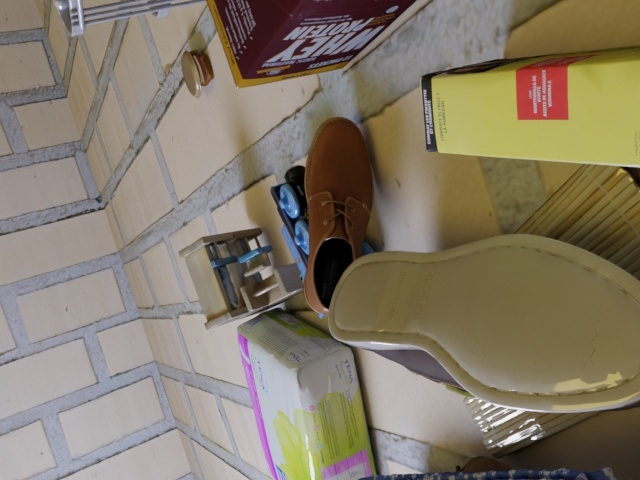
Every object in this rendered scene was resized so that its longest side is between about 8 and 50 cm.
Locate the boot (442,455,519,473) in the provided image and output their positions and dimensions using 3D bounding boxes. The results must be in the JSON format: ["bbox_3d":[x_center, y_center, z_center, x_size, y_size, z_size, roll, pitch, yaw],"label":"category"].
[{"bbox_3d":[0.149,0.283,0.625,0.115,0.112,0.305,-69,14,-18],"label":"boot"}]

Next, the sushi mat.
[{"bbox_3d":[0.181,0.074,0.498,0.151,0.019,0.316,59,151,21],"label":"sushi mat"}]

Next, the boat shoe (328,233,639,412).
[{"bbox_3d":[0.127,0.068,0.467,0.324,0.097,0.116,-3,63,60],"label":"boat shoe"}]

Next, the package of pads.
[{"bbox_3d":[-0.021,0.271,0.914,0.229,0.101,0.296,16,121,59],"label":"package of pads"}]

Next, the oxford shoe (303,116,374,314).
[{"bbox_3d":[0.021,-0.027,0.626,0.076,0.076,0.212,141,131,-86],"label":"oxford shoe"}]

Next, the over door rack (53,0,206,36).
[{"bbox_3d":[-0.164,-0.367,0.632,0.108,0.240,0.324,60,152,9],"label":"over door rack"}]

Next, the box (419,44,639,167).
[{"bbox_3d":[0.165,-0.082,0.355,0.232,0.087,0.058,21,124,58],"label":"box"}]

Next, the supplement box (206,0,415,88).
[{"bbox_3d":[-0.019,-0.269,0.535,0.194,0.129,0.191,-20,89,63],"label":"supplement box"}]

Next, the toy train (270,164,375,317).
[{"bbox_3d":[0.000,0.000,0.731,0.184,0.080,0.105,63,158,16],"label":"toy train"}]

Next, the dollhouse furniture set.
[{"bbox_3d":[-0.090,0.035,0.905,0.184,0.129,0.129,-28,81,39],"label":"dollhouse furniture set"}]

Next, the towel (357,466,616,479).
[{"bbox_3d":[0.129,0.292,0.443,0.336,0.040,0.243,-46,61,59],"label":"towel"}]

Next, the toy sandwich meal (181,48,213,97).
[{"bbox_3d":[-0.203,-0.275,0.994,0.085,0.029,0.085,49,150,42],"label":"toy sandwich meal"}]
